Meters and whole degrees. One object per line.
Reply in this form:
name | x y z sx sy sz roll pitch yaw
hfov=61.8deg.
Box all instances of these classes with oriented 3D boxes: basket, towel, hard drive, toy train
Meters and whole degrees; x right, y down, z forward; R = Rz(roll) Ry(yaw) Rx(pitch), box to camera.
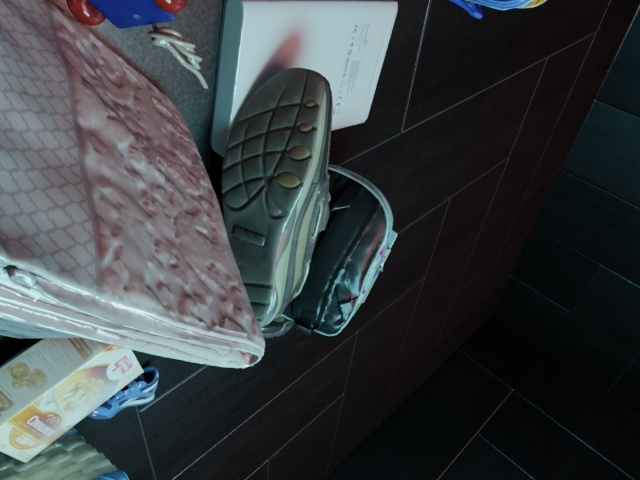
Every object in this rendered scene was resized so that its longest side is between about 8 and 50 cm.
basket | -0.364 0.412 0.716 0.255 0.289 0.201 -7 130 -53
towel | -0.176 -0.065 0.452 0.054 0.331 0.317 -29 153 11
hard drive | -0.016 -0.245 0.774 0.308 0.040 0.202 -24 140 -42
toy train | -0.161 -0.260 0.475 0.248 0.105 0.143 38 55 -67

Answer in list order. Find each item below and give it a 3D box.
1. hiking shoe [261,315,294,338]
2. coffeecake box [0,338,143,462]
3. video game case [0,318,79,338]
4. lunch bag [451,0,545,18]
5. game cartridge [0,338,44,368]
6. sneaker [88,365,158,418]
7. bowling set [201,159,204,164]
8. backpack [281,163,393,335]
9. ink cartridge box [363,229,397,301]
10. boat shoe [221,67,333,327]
hiking shoe | -0.068 0.102 1.056 0.227 0.086 0.114 -32 132 -44
coffeecake box | -0.339 0.187 0.697 0.185 0.068 0.142 -38 159 -25
video game case | -0.271 0.069 0.533 0.204 0.286 0.025 44 45 -61
lunch bag | 0.158 -0.393 0.594 0.115 0.304 0.243 -29 144 -52
game cartridge | -0.382 0.164 0.706 0.083 0.017 0.055 -36 144 -30
sneaker | -0.316 0.236 0.848 0.059 0.053 0.144 -61 159 15
bowling set | -0.194 -0.014 0.643 0.199 0.154 0.287 -52 152 -2
backpack | 0.000 0.000 0.884 0.253 0.225 0.191 -67 171 15
ink cartridge box | 0.078 0.038 1.159 0.060 0.104 0.180 -6 126 -52
boat shoe | -0.057 -0.055 0.738 0.130 0.132 0.355 -15 126 -62
